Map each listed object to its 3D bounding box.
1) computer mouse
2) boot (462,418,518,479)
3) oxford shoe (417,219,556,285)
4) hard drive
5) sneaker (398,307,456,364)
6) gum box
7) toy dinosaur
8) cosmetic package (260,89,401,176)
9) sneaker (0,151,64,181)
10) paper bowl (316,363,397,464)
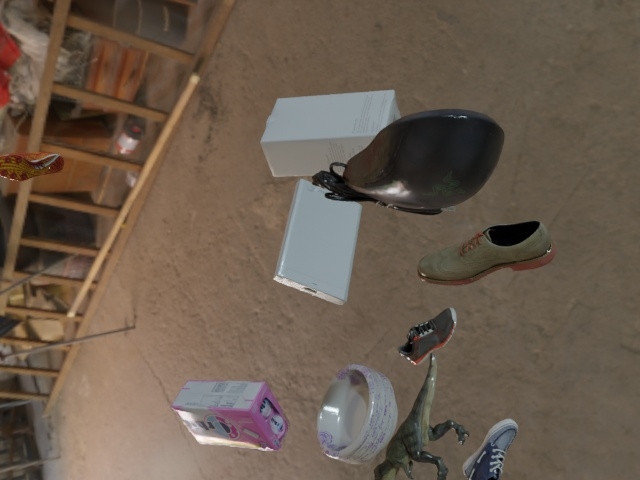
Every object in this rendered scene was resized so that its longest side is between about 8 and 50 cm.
[{"bbox_3d":[0.103,-0.062,0.633,0.272,0.188,0.072,145,130,-75],"label":"computer mouse"},{"bbox_3d":[0.424,0.527,1.403,0.190,0.069,0.086,-59,17,15],"label":"boot"},{"bbox_3d":[0.399,0.018,1.463,0.348,0.130,0.123,-17,44,21],"label":"oxford shoe"},{"bbox_3d":[0.000,0.000,1.572,0.040,0.202,0.308,-41,31,54],"label":"hard drive"},{"bbox_3d":[0.220,0.197,1.210,0.158,0.064,0.061,-55,22,24],"label":"sneaker"},{"bbox_3d":[-0.152,0.301,1.007,0.188,0.062,0.107,-7,124,31],"label":"gum box"},{"bbox_3d":[0.180,0.341,0.999,0.118,0.064,0.268,25,90,31],"label":"toy dinosaur"},{"bbox_3d":[0.035,-0.320,1.753,0.384,0.156,0.217,1,50,21],"label":"cosmetic package"},{"bbox_3d":[-0.678,-0.172,1.333,0.067,0.175,0.064,13,103,26],"label":"sneaker"},{"bbox_3d":[0.123,0.533,1.768,0.284,0.148,0.284,-43,32,35],"label":"paper bowl"}]
